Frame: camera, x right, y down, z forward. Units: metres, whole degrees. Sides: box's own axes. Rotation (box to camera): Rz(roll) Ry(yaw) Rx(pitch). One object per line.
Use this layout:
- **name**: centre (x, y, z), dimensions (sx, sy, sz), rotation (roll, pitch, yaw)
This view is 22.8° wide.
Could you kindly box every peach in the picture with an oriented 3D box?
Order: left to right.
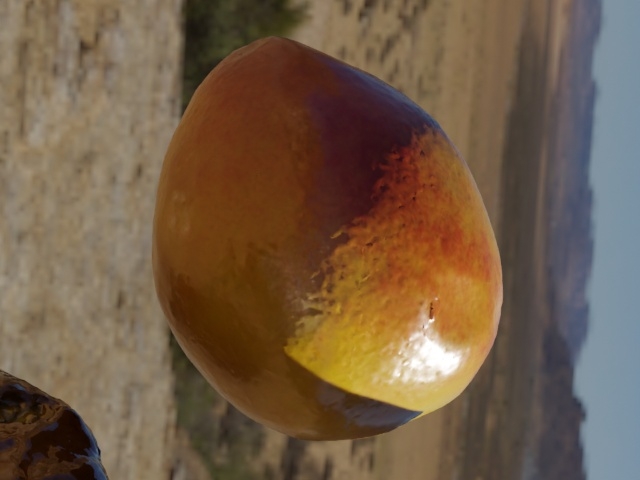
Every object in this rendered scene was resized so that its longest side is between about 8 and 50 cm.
- **peach**: centre (0.002, 0.002, 1.279), dimensions (0.289, 0.289, 0.308), rotation (-75, 170, -53)

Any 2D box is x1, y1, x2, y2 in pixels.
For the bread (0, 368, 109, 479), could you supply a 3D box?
- **bread**: centre (-0.305, 0.224, 1.209), dimensions (0.312, 0.312, 0.172), rotation (-77, 177, -47)
